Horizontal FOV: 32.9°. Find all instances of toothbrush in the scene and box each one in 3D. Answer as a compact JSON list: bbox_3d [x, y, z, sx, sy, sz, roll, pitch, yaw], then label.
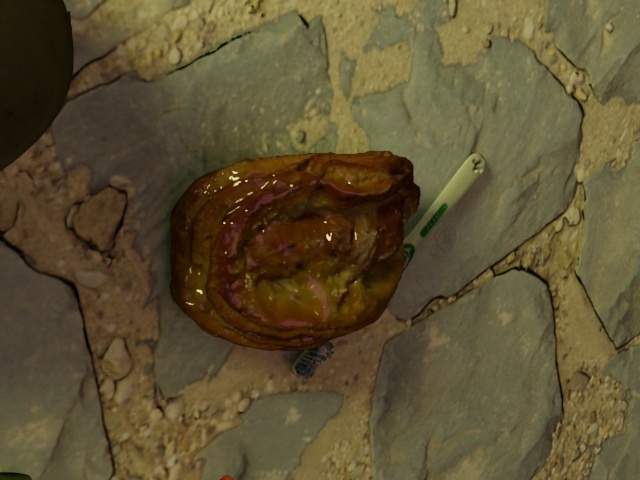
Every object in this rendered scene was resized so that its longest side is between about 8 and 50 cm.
[{"bbox_3d":[0.072,0.021,1.089,0.304,0.030,0.030,-49,130,-18],"label":"toothbrush"}]

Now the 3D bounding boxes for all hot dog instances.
[{"bbox_3d":[0.000,0.001,0.961,0.259,0.114,0.175,-11,112,-36],"label":"hot dog"}]

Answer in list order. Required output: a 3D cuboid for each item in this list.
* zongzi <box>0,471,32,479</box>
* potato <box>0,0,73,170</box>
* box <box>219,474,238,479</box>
[{"bbox_3d":[-0.287,0.234,0.861,0.104,0.052,0.113,20,106,-48],"label":"zongzi"},{"bbox_3d":[-0.293,-0.116,0.601,0.326,0.221,0.243,-16,159,-34],"label":"potato"},{"bbox_3d":[-0.036,0.339,1.050,0.050,0.123,0.229,-38,126,-28],"label":"box"}]
